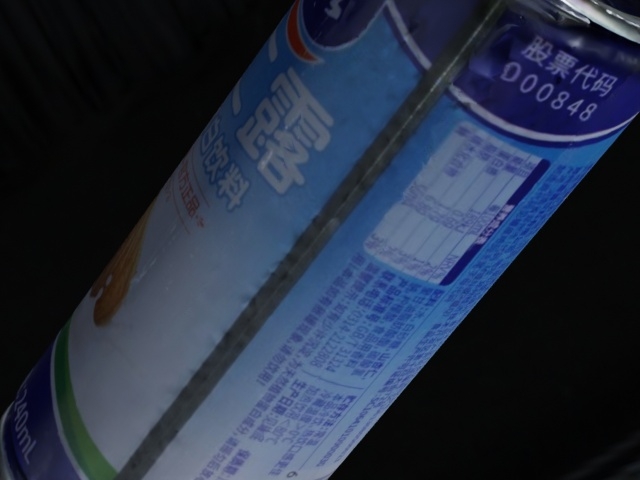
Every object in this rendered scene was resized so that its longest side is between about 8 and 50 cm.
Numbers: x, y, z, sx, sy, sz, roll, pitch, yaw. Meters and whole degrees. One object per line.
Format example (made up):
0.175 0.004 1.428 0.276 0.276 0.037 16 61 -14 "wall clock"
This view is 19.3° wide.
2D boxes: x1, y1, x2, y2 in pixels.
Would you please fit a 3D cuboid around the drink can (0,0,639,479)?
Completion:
0.000 0.000 0.541 0.235 0.097 0.097 -53 -153 27 "drink can"
